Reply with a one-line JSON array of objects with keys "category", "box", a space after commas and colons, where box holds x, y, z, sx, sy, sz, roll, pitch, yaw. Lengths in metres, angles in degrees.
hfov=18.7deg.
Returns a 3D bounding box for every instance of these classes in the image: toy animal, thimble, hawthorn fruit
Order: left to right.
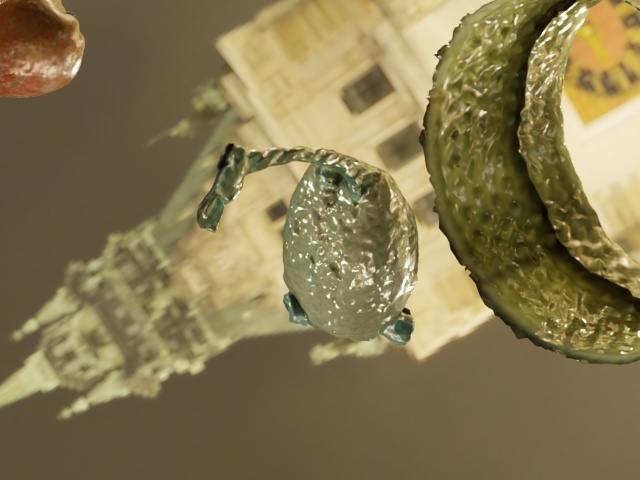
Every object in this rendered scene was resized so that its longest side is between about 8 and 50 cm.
[{"category": "hawthorn fruit", "box": [-0.177, -0.100, 1.020, 0.103, 0.067, 0.067, -24, -94, -18]}, {"category": "toy animal", "box": [0.006, -0.008, 0.931, 0.070, 0.253, 0.079, 0, -106, 11]}, {"category": "thimble", "box": [0.218, -0.060, 1.343, 0.150, 0.271, 0.271, -20, -96, -41]}]
